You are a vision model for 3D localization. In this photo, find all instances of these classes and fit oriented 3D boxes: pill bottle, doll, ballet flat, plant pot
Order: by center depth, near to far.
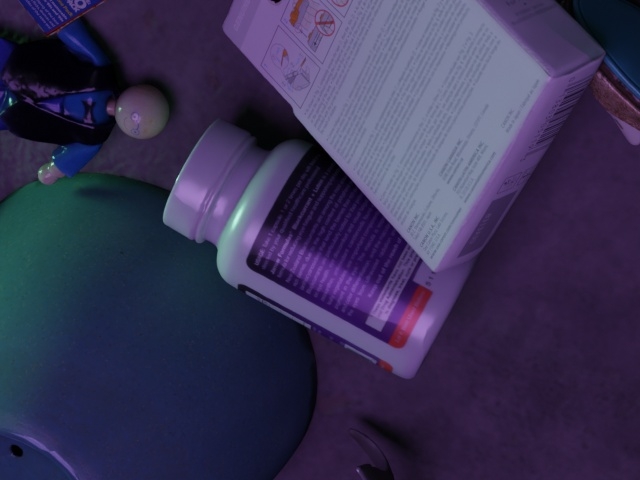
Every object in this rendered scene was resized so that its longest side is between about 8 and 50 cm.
[{"bbox_3d":[0.216,-0.068,1.102,0.206,0.073,0.067,37,144,2],"label":"ballet flat"},{"bbox_3d":[0.000,0.000,1.218,0.193,0.108,0.108,28,129,4],"label":"pill bottle"},{"bbox_3d":[-0.193,-0.096,1.280,0.189,0.046,0.129,7,115,13],"label":"doll"},{"bbox_3d":[-0.173,0.125,1.326,0.290,0.195,0.290,12,126,17],"label":"plant pot"}]

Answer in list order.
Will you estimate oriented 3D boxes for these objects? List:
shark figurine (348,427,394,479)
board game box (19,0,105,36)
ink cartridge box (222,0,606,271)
[{"bbox_3d":[-0.014,0.272,1.348,0.278,0.116,0.166,-40,89,29],"label":"shark figurine"},{"bbox_3d":[-0.145,-0.228,1.159,0.193,0.045,0.147,-23,116,36],"label":"board game box"},{"bbox_3d":[0.048,-0.119,1.136,0.225,0.056,0.181,50,139,21],"label":"ink cartridge box"}]
